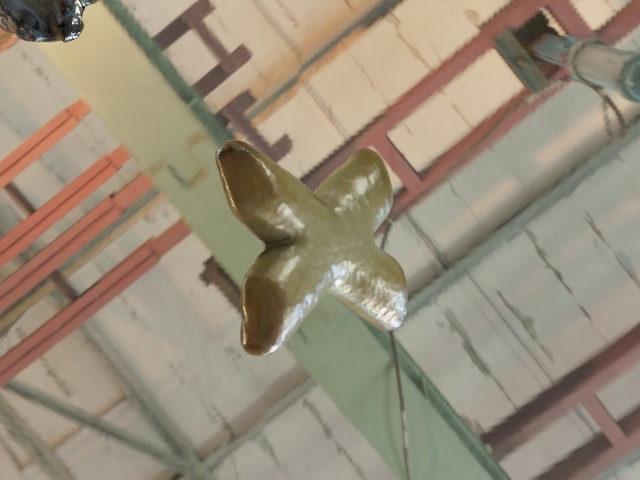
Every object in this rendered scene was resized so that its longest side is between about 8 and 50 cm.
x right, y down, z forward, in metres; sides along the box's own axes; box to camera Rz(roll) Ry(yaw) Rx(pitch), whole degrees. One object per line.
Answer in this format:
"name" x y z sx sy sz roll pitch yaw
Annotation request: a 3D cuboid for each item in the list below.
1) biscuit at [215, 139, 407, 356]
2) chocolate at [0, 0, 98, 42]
"biscuit" 0.000 0.001 1.032 0.047 0.208 0.164 -13 -95 35
"chocolate" -0.196 -0.232 0.913 0.224 0.206 0.177 4 -70 37
